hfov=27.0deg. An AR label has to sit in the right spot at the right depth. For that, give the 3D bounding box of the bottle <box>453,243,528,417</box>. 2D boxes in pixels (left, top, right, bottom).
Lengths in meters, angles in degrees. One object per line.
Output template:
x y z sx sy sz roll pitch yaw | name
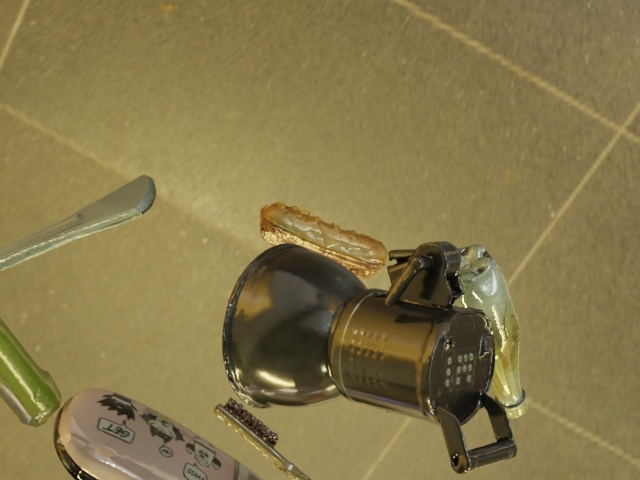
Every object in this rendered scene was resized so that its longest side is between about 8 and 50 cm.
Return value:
0.211 0.123 1.653 0.083 0.083 0.269 -10 128 17 | bottle

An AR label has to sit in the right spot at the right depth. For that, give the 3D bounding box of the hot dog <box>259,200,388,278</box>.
0.000 0.000 1.619 0.165 0.045 0.071 22 162 -4 | hot dog

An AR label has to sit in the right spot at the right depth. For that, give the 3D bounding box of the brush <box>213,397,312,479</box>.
-0.055 0.320 1.975 0.248 0.043 0.036 41 76 1 | brush

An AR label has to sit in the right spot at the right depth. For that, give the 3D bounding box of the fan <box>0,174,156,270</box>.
-0.266 0.013 1.156 0.282 0.057 0.023 -25 124 12 | fan

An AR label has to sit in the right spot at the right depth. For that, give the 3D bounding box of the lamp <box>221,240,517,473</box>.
0.051 0.081 1.095 0.227 0.147 0.172 8 95 37 | lamp

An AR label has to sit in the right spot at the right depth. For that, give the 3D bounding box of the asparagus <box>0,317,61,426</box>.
-0.391 0.126 1.590 0.067 0.060 0.277 -14 136 8 | asparagus

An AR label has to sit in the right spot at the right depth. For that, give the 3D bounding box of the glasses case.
-0.125 0.253 1.317 0.314 0.122 0.075 36 116 -13 | glasses case
